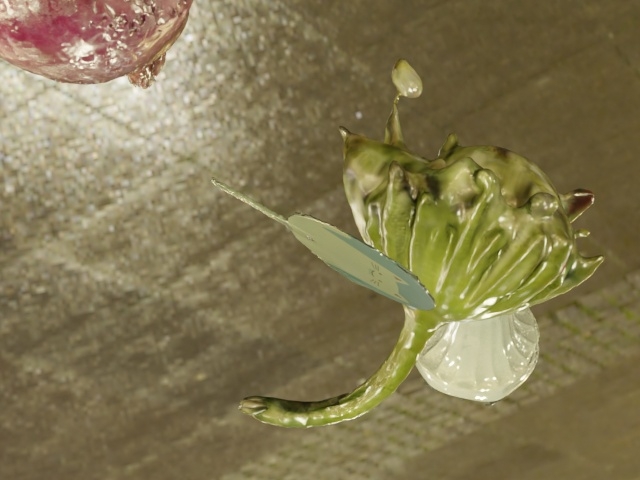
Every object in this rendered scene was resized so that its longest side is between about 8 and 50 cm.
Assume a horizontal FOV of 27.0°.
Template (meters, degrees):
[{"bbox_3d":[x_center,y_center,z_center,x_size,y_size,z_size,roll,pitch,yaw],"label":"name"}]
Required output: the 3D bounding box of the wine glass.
[{"bbox_3d":[0.189,0.077,1.552,0.165,0.165,0.196,-12,147,-10],"label":"wine glass"}]

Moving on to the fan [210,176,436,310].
[{"bbox_3d":[0.000,0.000,0.882,0.005,0.175,0.113,-57,167,-12],"label":"fan"}]

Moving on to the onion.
[{"bbox_3d":[-0.197,-0.261,1.372,0.159,0.267,0.348,18,166,32],"label":"onion"}]

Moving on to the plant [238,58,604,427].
[{"bbox_3d":[0.099,0.043,1.203,0.251,0.180,0.333,26,123,8],"label":"plant"}]
